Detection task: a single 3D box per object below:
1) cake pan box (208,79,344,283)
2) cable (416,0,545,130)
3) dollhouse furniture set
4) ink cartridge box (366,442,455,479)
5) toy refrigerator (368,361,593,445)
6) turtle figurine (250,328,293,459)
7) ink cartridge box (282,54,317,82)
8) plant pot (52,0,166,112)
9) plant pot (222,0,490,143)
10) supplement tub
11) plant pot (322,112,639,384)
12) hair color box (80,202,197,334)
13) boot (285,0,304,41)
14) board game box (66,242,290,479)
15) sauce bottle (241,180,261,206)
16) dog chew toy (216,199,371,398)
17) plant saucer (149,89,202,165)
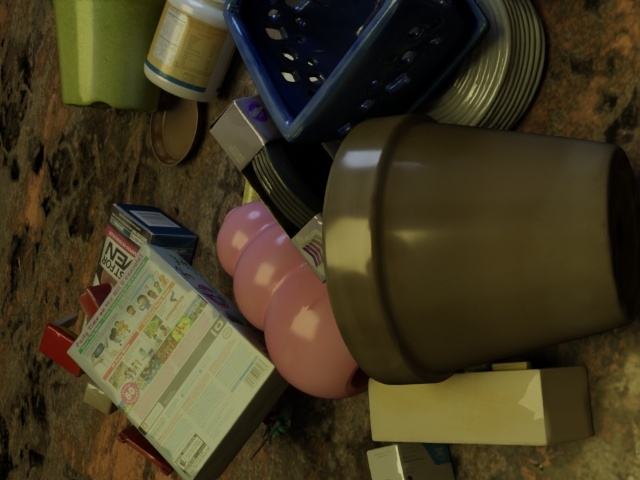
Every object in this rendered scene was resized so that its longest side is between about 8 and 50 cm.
[{"bbox_3d":[0.012,-0.091,1.123,0.246,0.267,0.070,53,127,9],"label":"cake pan box"},{"bbox_3d":[0.169,-0.239,1.143,0.257,0.089,0.257,-42,58,37],"label":"cable"},{"bbox_3d":[-0.340,0.213,1.515,0.374,0.152,0.201,29,111,16],"label":"dollhouse furniture set"},{"bbox_3d":[0.132,0.356,1.126,0.060,0.104,0.180,-27,68,42],"label":"ink cartridge box"},{"bbox_3d":[0.191,0.202,1.076,0.269,0.102,0.094,-12,78,47],"label":"toy refrigerator"},{"bbox_3d":[-0.096,0.216,1.366,0.175,0.118,0.234,29,104,15],"label":"turtle figurine"},{"bbox_3d":[-0.003,-0.234,1.358,0.235,0.056,0.171,-21,71,57],"label":"ink cartridge box"},{"bbox_3d":[-0.397,-0.378,1.651,0.276,0.276,0.254,11,100,47],"label":"plant pot"},{"bbox_3d":[0.051,-0.269,1.048,0.236,0.212,0.236,-47,58,36],"label":"plant pot"},{"bbox_3d":[-0.220,-0.366,1.539,0.144,0.144,0.200,44,118,40],"label":"supplement tub"},{"bbox_3d":[0.201,0.003,0.966,0.280,0.323,0.323,-4,83,29],"label":"plant pot"},{"bbox_3d":[-0.368,0.119,1.693,0.174,0.105,0.347,31,110,45],"label":"hair color box"},{"bbox_3d":[-0.001,-0.413,1.341,0.198,0.077,0.137,-46,42,51],"label":"boot"},{"bbox_3d":[-0.213,0.183,1.312,0.303,0.097,0.224,40,98,23],"label":"board game box"},{"bbox_3d":[-0.106,-0.106,1.472,0.042,0.042,0.128,15,95,47],"label":"sauce bottle"},{"bbox_3d":[-0.028,0.066,1.223,0.332,0.206,0.207,44,119,30],"label":"dog chew toy"},{"bbox_3d":[-0.278,-0.228,1.677,0.168,0.029,0.168,-4,85,48],"label":"plant saucer"}]
